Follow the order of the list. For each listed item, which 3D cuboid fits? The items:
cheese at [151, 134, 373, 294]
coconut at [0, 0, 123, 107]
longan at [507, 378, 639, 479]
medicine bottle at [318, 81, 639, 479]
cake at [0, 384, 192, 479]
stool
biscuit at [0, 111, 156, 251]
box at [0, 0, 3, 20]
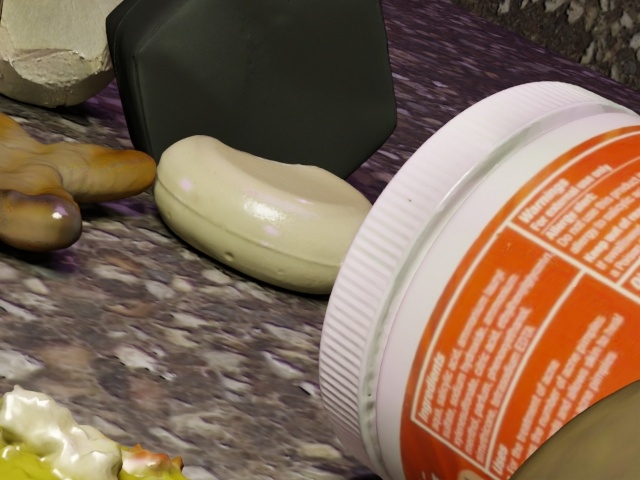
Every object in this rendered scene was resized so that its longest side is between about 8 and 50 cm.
[{"bbox_3d":[-0.010,0.002,1.303,0.163,0.070,0.249,7,21,-40],"label":"cheese"},{"bbox_3d":[-0.228,-0.198,1.511,0.161,0.161,0.162,18,-18,-9],"label":"coconut"},{"bbox_3d":[0.176,0.169,0.566,0.319,0.319,0.319,19,16,-5],"label":"longan"},{"bbox_3d":[0.167,0.072,0.949,0.252,0.252,0.241,3,24,-47],"label":"medicine bottle"},{"bbox_3d":[-0.132,0.141,0.550,0.179,0.156,0.260,22,16,28],"label":"cake"},{"bbox_3d":[-0.058,-0.135,1.443,0.232,0.232,0.141,13,15,-23],"label":"stool"},{"bbox_3d":[-0.216,-0.046,1.239,0.164,0.047,0.208,19,15,5],"label":"biscuit"},{"bbox_3d":[-0.405,-0.102,0.869,0.373,0.138,0.420,19,26,8],"label":"box"}]
